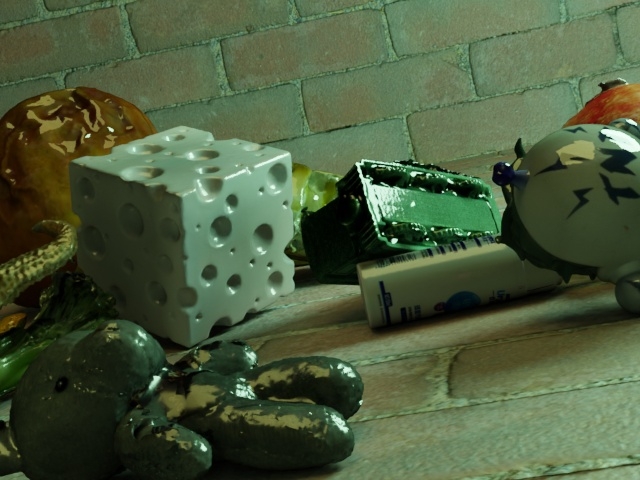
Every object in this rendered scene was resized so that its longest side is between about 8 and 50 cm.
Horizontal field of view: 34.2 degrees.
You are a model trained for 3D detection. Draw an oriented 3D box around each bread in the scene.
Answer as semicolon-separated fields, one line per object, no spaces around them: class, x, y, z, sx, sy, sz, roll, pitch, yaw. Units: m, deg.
bread;-0.045;-0.050;1.818;0.333;0.160;0.333;11;-8;1

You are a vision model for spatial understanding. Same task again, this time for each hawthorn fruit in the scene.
hawthorn fruit;-0.500;-0.086;2.110;0.472;0.471;0.472;-12;8;2

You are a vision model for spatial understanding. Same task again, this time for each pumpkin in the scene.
pumpkin;-0.563;0.160;1.894;0.050;0.028;0.083;-8;17;15

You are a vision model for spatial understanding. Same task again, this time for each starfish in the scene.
starfish;-0.537;0.112;1.464;0.432;0.082;0.324;-26;22;33

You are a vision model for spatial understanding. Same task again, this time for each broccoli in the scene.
broccoli;-0.406;0.155;1.406;0.165;0.145;0.304;-10;19;43

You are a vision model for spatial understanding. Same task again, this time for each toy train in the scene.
toy train;0.122;-0.017;1.493;0.330;0.138;0.178;6;-30;-45

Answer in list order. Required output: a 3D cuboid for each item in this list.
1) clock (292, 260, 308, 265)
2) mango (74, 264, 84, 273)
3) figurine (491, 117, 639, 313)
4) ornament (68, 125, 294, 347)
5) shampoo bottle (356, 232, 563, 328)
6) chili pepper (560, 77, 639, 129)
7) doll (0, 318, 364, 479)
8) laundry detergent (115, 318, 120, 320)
clock;0.000;0.000;2.096;0.237;0.057;0.237;-13;8;2
mango;-0.334;0.028;1.876;0.289;0.129;0.146;-27;-35;9
figurine;0.391;-0.042;1.217;0.382;0.186;0.261;2;42;7
ornament;-0.206;-0.016;1.580;0.239;0.239;0.240;16;28;35
shampoo bottle;0.203;0.043;1.364;0.303;0.092;0.092;-11;8;-1
chili pepper;0.462;-0.087;1.468;0.251;0.229;0.305;-34;15;7
doll;-0.132;0.135;0.965;0.341;0.158;0.246;-6;21;18
laundry detergent;-0.272;0.087;1.767;0.335;0.087;0.159;-14;7;-18
